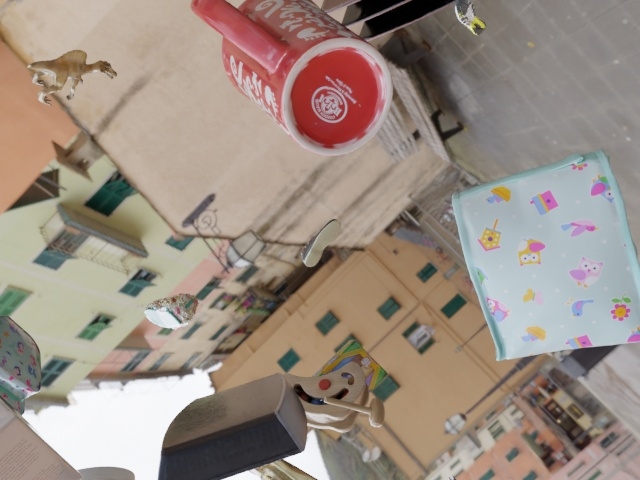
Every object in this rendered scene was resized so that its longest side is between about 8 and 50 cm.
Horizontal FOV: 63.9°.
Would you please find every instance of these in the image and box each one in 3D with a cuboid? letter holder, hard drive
[{"bbox_3d":[0.176,-0.549,1.123,0.152,0.302,0.214,48,-136,-38],"label":"letter holder"},{"bbox_3d":[-0.106,0.226,0.640,0.255,0.172,0.054,137,116,-84],"label":"hard drive"}]

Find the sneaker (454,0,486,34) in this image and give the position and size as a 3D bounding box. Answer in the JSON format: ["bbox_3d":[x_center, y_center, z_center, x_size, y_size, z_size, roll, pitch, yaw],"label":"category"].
[{"bbox_3d":[0.244,-0.377,0.861,0.083,0.031,0.035,29,-159,-43],"label":"sneaker"}]

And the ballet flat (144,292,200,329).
[{"bbox_3d":[-0.353,0.168,1.240,0.091,0.077,0.241,52,149,-19],"label":"ballet flat"}]

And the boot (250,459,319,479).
[{"bbox_3d":[-0.098,0.532,0.983,0.262,0.203,0.095,6,144,43],"label":"boot"}]

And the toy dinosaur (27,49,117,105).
[{"bbox_3d":[-0.389,-0.251,0.761,0.053,0.093,0.183,53,-156,-2],"label":"toy dinosaur"}]

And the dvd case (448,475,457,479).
[{"bbox_3d":[0.355,0.641,1.104,0.221,0.018,0.164,45,156,59],"label":"dvd case"}]

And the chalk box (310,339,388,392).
[{"bbox_3d":[0.056,0.392,1.412,0.132,0.213,0.132,48,168,5],"label":"chalk box"}]

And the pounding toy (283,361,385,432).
[{"bbox_3d":[0.030,0.356,1.243,0.154,0.270,0.154,-71,-25,-42],"label":"pounding toy"}]

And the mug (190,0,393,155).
[{"bbox_3d":[-0.031,-0.146,0.444,0.151,0.113,0.169,-4,-147,-22],"label":"mug"}]

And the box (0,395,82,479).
[{"bbox_3d":[-0.416,0.273,0.663,0.130,0.091,0.170,21,141,33],"label":"box"}]

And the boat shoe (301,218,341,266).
[{"bbox_3d":[-0.001,-0.001,1.201,0.049,0.133,0.042,20,-156,-37],"label":"boat shoe"}]

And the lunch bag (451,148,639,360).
[{"bbox_3d":[0.330,0.019,0.748,0.160,0.224,0.262,-36,-72,-64],"label":"lunch bag"}]

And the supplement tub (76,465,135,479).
[{"bbox_3d":[-0.504,0.691,1.110,0.235,0.236,0.324,40,-156,-46],"label":"supplement tub"}]

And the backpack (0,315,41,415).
[{"bbox_3d":[-0.787,0.285,1.204,0.253,0.191,0.225,48,165,47],"label":"backpack"}]
